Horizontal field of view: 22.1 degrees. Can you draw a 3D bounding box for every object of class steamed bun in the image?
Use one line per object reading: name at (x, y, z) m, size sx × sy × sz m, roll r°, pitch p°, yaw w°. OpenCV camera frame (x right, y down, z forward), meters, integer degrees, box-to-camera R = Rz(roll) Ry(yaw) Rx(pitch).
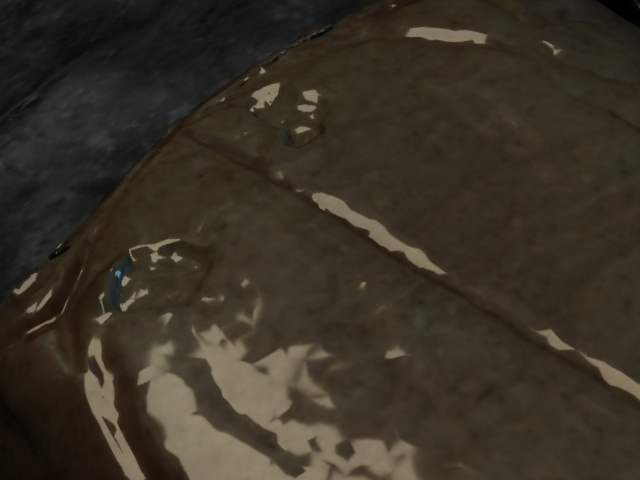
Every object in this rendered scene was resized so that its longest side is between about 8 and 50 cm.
steamed bun at (0.047, 0.067, 0.578) m, size 0.301 × 0.199 × 0.251 m, roll -35°, pitch 58°, yaw -23°

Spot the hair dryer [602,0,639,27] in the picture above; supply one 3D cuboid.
hair dryer at (0.212, -0.089, 0.725) m, size 0.078 × 0.195 × 0.248 m, roll -32°, pitch 3°, yaw 38°
